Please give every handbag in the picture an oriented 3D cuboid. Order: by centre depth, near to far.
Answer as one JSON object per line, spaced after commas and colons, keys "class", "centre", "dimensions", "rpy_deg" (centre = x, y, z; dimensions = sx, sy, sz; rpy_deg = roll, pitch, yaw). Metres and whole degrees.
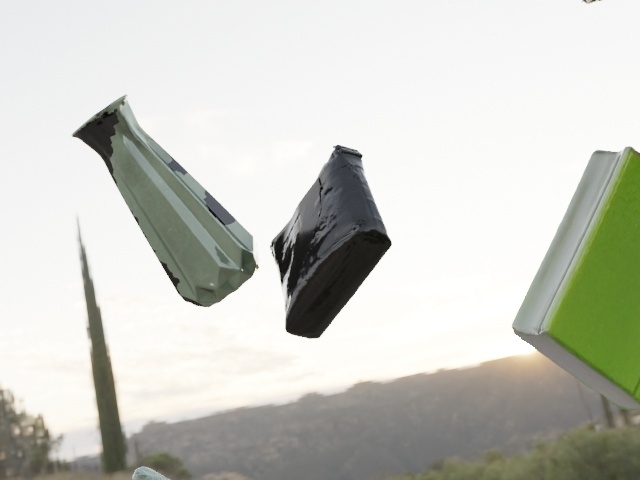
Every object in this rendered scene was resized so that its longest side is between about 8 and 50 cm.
{"class": "handbag", "centre": [0.000, 0.000, 1.563], "dimensions": [0.080, 0.223, 0.247], "rpy_deg": [16, -53, -30]}

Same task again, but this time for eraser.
{"class": "eraser", "centre": [0.386, 0.048, 1.275], "dimensions": [0.210, 0.274, 0.092], "rpy_deg": [35, -17, -18]}

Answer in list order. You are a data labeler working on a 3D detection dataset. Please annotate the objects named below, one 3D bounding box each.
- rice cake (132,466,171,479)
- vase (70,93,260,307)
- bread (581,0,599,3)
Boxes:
{"class": "rice cake", "centre": [-0.226, 0.438, 1.692], "dimensions": [0.207, 0.033, 0.033], "rpy_deg": [23, 20, 17]}
{"class": "vase", "centre": [-0.254, -0.063, 1.657], "dimensions": [0.165, 0.360, 0.165], "rpy_deg": [-36, 9, 7]}
{"class": "bread", "centre": [0.389, -0.306, 1.061], "dimensions": [0.236, 0.070, 0.236], "rpy_deg": [-10, 9, 2]}
